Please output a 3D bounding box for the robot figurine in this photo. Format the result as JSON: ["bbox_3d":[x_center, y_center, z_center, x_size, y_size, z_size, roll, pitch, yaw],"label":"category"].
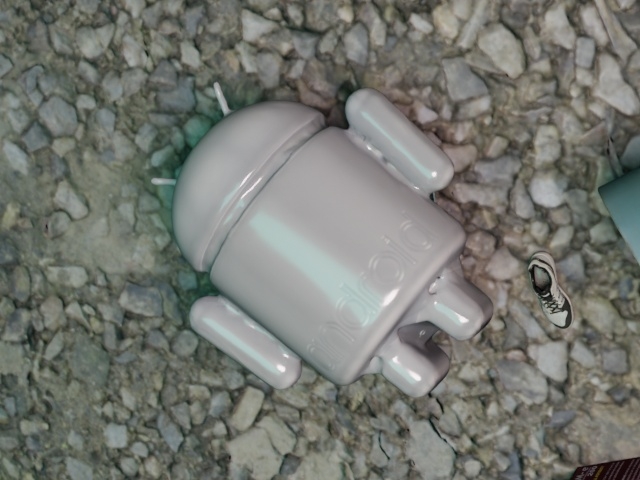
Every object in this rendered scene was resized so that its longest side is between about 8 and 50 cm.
[{"bbox_3d":[0.000,0.000,1.446,0.353,0.200,0.300,38,97,9],"label":"robot figurine"}]

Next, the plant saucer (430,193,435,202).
[{"bbox_3d":[0.065,-0.045,1.529,0.119,0.021,0.119,7,109,22],"label":"plant saucer"}]

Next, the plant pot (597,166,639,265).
[{"bbox_3d":[0.413,0.014,1.258,0.235,0.293,0.293,-34,91,12],"label":"plant pot"}]

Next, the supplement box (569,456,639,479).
[{"bbox_3d":[0.374,0.276,1.466,0.239,0.073,0.130,-14,99,26],"label":"supplement box"}]

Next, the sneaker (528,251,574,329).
[{"bbox_3d":[0.226,0.054,1.481,0.032,0.037,0.083,-21,98,26],"label":"sneaker"}]
